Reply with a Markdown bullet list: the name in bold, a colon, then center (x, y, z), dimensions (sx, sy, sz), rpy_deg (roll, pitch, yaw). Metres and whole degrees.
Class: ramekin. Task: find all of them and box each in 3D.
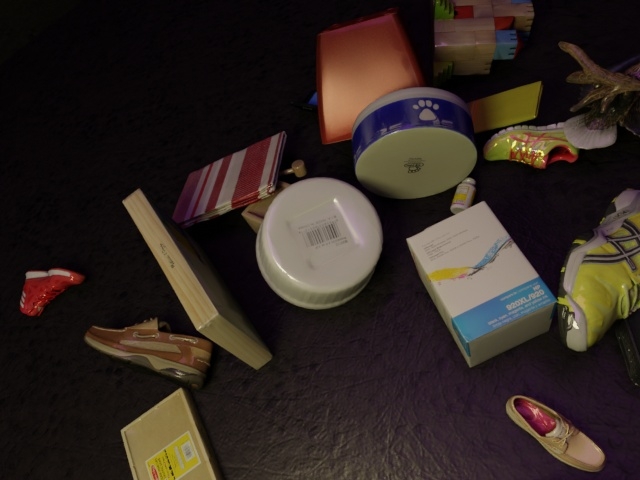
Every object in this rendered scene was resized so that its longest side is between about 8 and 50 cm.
- **ramekin**: center (0.000, 0.000, 1.025), dimensions (0.277, 0.135, 0.277), rpy_deg (2, 74, -6)

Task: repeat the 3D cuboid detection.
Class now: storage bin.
- **storage bin**: center (0.610, 0.171, 0.798), dimensions (0.180, 0.084, 0.122), rpy_deg (-10, 59, 16)

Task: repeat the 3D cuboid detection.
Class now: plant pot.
- **plant pot**: center (0.121, -0.407, 1.151), dimensions (0.267, 0.235, 0.267), rpy_deg (-9, 26, 16)

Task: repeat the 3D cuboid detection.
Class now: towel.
- **towel**: center (0.392, -0.292, 1.116), dimensions (0.237, 0.021, 0.102), rpy_deg (-6, 60, 49)
- **towel**: center (-0.240, -0.153, 1.264), dimensions (0.329, 0.037, 0.237), rpy_deg (-19, 42, 24)

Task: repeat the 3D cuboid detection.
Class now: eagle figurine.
- **eagle figurine**: center (0.649, -0.312, 0.999), dimensions (0.225, 0.298, 0.226), rpy_deg (-13, 85, 46)

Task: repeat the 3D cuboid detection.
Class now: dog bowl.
- **dog bowl**: center (0.201, -0.202, 1.051), dimensions (0.265, 0.265, 0.104), rpy_deg (-9, 61, 16)

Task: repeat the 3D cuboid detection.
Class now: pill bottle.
- **pill bottle**: center (0.324, -0.099, 1.080), dimensions (0.043, 0.043, 0.083), rpy_deg (13, 67, 26)

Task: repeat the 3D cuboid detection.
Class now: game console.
- **game console**: center (-0.008, -0.398, 1.359), dimensions (0.122, 0.107, 0.071), rpy_deg (18, 98, 29)

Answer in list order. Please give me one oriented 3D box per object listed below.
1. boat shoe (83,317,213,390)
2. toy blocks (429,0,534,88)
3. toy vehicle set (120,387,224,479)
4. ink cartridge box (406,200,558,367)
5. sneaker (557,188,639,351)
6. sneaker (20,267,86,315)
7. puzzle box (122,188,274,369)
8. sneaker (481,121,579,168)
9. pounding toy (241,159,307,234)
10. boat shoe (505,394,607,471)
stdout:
- **boat shoe**: center (-0.390, 0.246, 1.119), dimensions (0.324, 0.122, 0.119), rpy_deg (13, 62, 17)
- **toy blocks**: center (0.423, -0.569, 1.247), dimensions (0.261, 0.190, 0.381), rpy_deg (2, 62, 9)
- **toy vehicle set**: center (-0.306, 0.468, 1.002), dimensions (0.166, 0.035, 0.267), rpy_deg (-35, 56, 0)
- **ink cartridge box**: center (0.297, 0.083, 0.911), dimensions (0.168, 0.171, 0.232), rpy_deg (-27, 57, 4)
- **sneaker**: center (0.523, 0.039, 0.805), dimensions (0.147, 0.145, 0.385), rpy_deg (19, 53, 45)
- **sneaker**: center (-0.743, 0.149, 1.330), dimensions (0.221, 0.087, 0.128), rpy_deg (-6, 68, 31)
- **puzzle box**: center (-0.271, 0.084, 1.065), dimensions (0.052, 0.272, 0.409), rpy_deg (-39, 55, -5)
- **sneaker**: center (0.466, -0.200, 1.061), dimensions (0.209, 0.081, 0.094), rpy_deg (-7, 62, 16)
- **pounding toy**: center (-0.091, -0.101, 1.212), dimensions (0.181, 0.094, 0.206), rpy_deg (24, 66, 40)
- **boat shoe**: center (0.392, 0.322, 0.808), dimensions (0.170, 0.059, 0.063), rpy_deg (30, 76, 31)
